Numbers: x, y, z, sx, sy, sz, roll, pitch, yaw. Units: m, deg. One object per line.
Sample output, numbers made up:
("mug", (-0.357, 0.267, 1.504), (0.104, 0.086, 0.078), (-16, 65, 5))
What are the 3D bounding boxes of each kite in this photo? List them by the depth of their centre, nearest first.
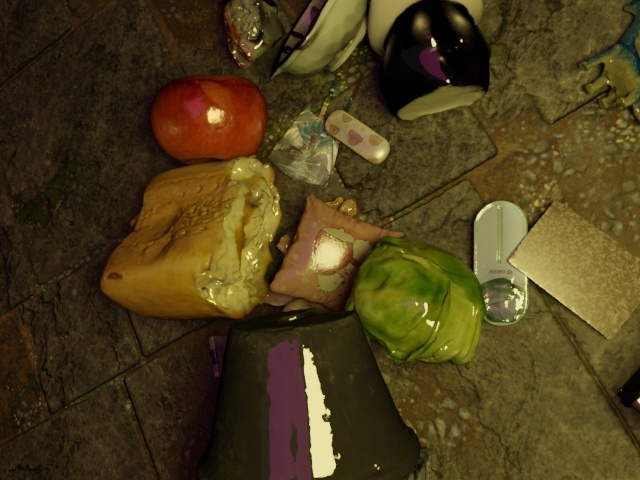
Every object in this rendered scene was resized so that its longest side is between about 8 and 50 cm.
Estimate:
("kite", (0.011, -0.279, 1.236), (0.169, 0.015, 0.310), (32, 95, 19))

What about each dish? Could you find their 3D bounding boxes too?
("dish", (0.018, -0.467, 1.160), (0.120, 0.303, 0.303), (30, 95, -21))

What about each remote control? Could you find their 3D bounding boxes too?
("remote control", (0.360, 0.045, 1.042), (0.104, 0.052, 0.248), (1, 83, 21))

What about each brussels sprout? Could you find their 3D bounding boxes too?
("brussels sprout", (0.178, 0.120, 0.983), (0.259, 0.294, 0.227), (24, 107, -23))

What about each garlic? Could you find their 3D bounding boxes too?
("garlic", (-0.024, 0.156, 1.135), (0.152, 0.084, 0.066), (22, 108, -8))

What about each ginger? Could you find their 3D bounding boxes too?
("ginger", (0.000, 0.000, 1.181), (0.193, 0.052, 0.177), (-12, 89, 6))

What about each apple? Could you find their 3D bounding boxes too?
("apple", (-0.257, -0.274, 1.209), (0.271, 0.251, 0.207), (0, 98, 4))

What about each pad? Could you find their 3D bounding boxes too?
("pad", (0.496, 0.051, 0.988), (0.235, 0.003, 0.158), (39, 89, 11))

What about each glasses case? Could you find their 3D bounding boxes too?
("glasses case", (0.083, -0.235, 1.182), (0.164, 0.041, 0.063), (38, 95, 14))

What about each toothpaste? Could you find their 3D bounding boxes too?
("toothpaste", (-0.145, 0.250, 1.203), (0.265, 0.061, 0.096), (-15, 79, 25))

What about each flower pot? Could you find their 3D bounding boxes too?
("flower pot", (-0.040, 0.255, 0.882), (0.379, 0.379, 0.251), (-6, 91, 19))

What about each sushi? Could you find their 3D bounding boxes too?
("sushi", (-0.168, -0.583, 1.283), (0.129, 0.124, 0.332), (-15, 79, 28))

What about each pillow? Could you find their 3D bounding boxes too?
("pillow", (0.036, 0.041, 1.112), (0.236, 0.084, 0.223), (21, 88, -12))

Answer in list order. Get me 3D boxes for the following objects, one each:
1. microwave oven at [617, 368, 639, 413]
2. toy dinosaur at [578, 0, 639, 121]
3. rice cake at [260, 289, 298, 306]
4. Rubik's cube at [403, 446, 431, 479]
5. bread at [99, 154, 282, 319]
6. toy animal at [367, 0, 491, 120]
("microwave oven", (0.646, 0.236, 0.844), (0.188, 0.178, 0.247), (40, 97, 20))
("toy dinosaur", (0.614, -0.331, 0.996), (0.188, 0.075, 0.248), (-36, 66, 4))
("rice cake", (-0.127, 0.122, 1.217), (0.206, 0.036, 0.047), (10, 87, 21))
("Rubik's cube", (0.015, 0.565, 0.947), (0.344, 0.337, 0.344), (-2, 82, 21))
("bread", (-0.281, 0.016, 1.173), (0.394, 0.250, 0.361), (-8, 52, 30))
("toy animal", (0.221, -0.428, 1.069), (0.250, 0.251, 0.310), (-13, 85, 18))
